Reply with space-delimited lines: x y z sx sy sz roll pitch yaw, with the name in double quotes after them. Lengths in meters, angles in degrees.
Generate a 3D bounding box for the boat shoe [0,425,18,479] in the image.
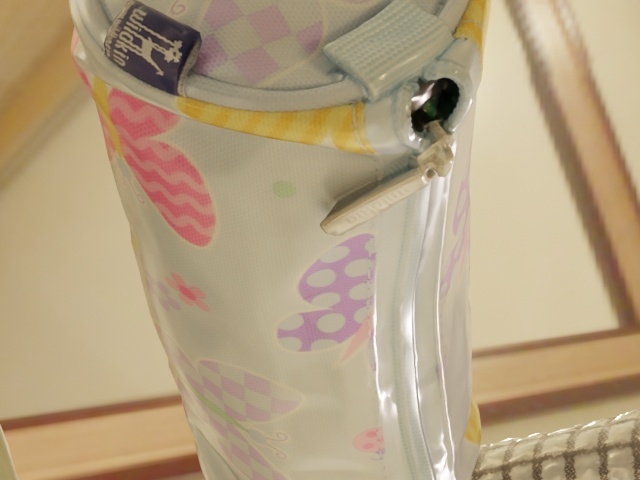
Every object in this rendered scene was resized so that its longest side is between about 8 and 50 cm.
-0.198 0.025 0.559 0.305 0.109 0.091 61 -5 -16 "boat shoe"

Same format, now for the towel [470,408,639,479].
0.188 0.178 0.837 0.235 0.283 0.121 -19 -116 27 "towel"

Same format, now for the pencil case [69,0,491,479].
0.000 0.000 0.512 0.124 0.113 0.273 29 -30 22 "pencil case"
